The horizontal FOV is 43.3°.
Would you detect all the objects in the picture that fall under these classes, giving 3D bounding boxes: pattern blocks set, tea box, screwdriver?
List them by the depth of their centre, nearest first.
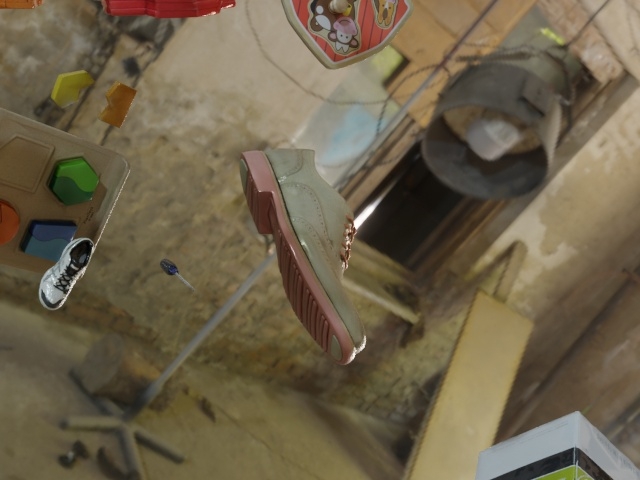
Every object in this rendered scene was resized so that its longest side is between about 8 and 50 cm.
[{"bbox_3d":[-0.113,-0.202,0.615,0.325,0.026,0.285,16,28,39],"label":"pattern blocks set"},{"bbox_3d":[0.415,0.516,1.272,0.329,0.220,0.323,42,39,-15],"label":"tea box"},{"bbox_3d":[-0.243,0.060,1.399,0.170,0.025,0.024,21,-40,56],"label":"screwdriver"}]

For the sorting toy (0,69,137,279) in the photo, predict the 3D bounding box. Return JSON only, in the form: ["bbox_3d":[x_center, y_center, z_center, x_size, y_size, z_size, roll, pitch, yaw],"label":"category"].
[{"bbox_3d":[-0.385,-0.100,1.135,0.229,0.307,0.041,21,8,-39],"label":"sorting toy"}]

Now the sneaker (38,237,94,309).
[{"bbox_3d":[-0.261,0.031,0.828,0.032,0.083,0.037,32,-25,-25],"label":"sneaker"}]

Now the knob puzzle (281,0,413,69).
[{"bbox_3d":[0.034,-0.297,0.945,0.213,0.213,0.030,35,-11,-28],"label":"knob puzzle"}]

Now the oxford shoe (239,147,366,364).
[{"bbox_3d":[0.000,0.000,1.234,0.140,0.146,0.397,101,-30,-57],"label":"oxford shoe"}]
